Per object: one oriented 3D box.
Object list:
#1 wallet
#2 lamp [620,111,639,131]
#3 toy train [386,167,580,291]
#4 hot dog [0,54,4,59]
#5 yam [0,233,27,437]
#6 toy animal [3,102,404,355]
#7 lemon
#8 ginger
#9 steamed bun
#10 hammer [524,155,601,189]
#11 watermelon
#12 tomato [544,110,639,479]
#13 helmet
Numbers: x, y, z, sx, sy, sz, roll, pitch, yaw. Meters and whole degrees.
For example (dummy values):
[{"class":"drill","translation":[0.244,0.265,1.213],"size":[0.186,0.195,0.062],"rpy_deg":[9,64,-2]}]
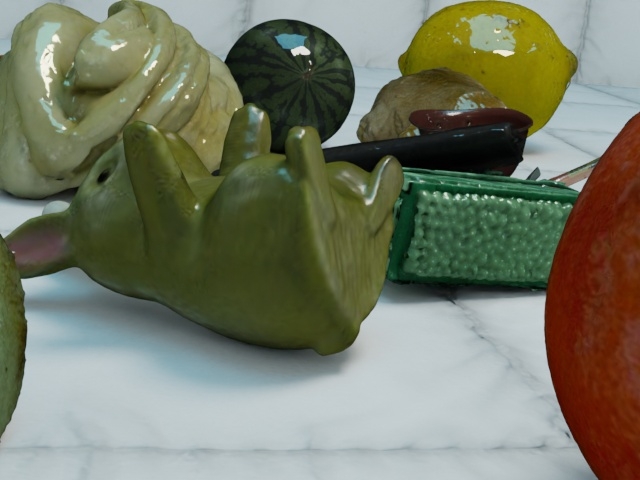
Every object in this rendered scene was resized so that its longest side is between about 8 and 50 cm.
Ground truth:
[{"class":"wallet","translation":[0.055,-0.082,1.173],"size":[0.321,0.044,0.170],"rpy_deg":[-11,-9,14]},{"class":"lamp","translation":[0.489,-0.112,1.547],"size":[0.157,0.156,0.135],"rpy_deg":[17,-27,5]},{"class":"toy train","translation":[0.145,-0.013,1.087],"size":[0.269,0.115,0.154],"rpy_deg":[4,15,-27]},{"class":"hot dog","translation":[-0.452,-0.202,1.569],"size":[0.158,0.117,0.349],"rpy_deg":[-9,2,35]},{"class":"yam","translation":[-0.312,0.035,0.646],"size":[0.268,0.161,0.161],"rpy_deg":[8,15,17]},{"class":"toy animal","translation":[-0.118,-0.027,0.889],"size":[0.363,0.180,0.181],"rpy_deg":[14,10,25]},{"class":"lemon","translation":[0.286,-0.287,1.884],"size":[0.310,0.258,0.258],"rpy_deg":[-1,13,12]},{"class":"ginger","translation":[0.173,-0.180,1.703],"size":[0.275,0.130,0.221],"rpy_deg":[2,31,34]},{"class":"steamed bun","translation":[-0.263,-0.184,1.364],"size":[0.325,0.230,0.372],"rpy_deg":[13,18,37]},{"class":"hammer","translation":[0.398,-0.112,1.450],"size":[0.287,0.033,0.111],"rpy_deg":[-23,16,2]},{"class":"watermelon","translation":[-0.051,-0.233,1.660],"size":[0.212,0.212,0.212],"rpy_deg":[5,15,-1]},{"class":"tomato","translation":[0.290,0.041,0.567],"size":[0.325,0.290,0.293],"rpy_deg":[12,14,29]},{"class":"helmet","translation":[0.206,-0.125,1.530],"size":[0.175,0.106,0.155],"rpy_deg":[10,21,19]}]
